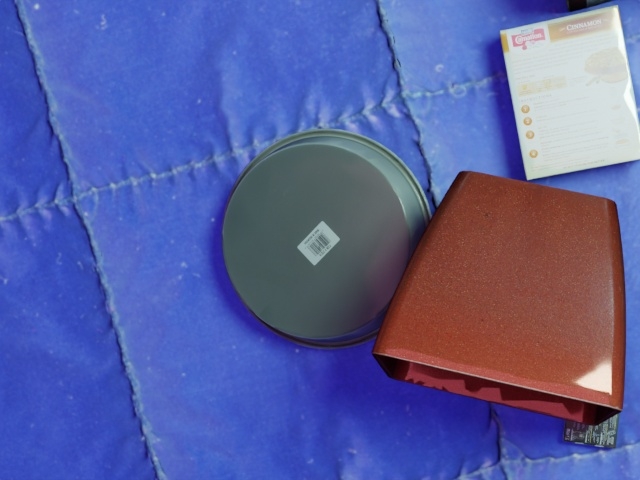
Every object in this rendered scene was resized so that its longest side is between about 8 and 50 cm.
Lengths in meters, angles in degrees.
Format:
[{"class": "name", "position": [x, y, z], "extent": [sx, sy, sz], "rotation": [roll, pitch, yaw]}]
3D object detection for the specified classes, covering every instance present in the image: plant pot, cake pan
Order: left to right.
[{"class": "cake pan", "position": [0.000, 0.000, 1.437], "extent": [0.293, 0.054, 0.293], "rotation": [1, 94, 15]}, {"class": "plant pot", "position": [0.225, 0.065, 1.295], "extent": [0.267, 0.267, 0.236], "rotation": [11, 78, 10]}]

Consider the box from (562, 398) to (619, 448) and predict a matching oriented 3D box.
[{"class": "box", "position": [0.345, 0.217, 1.398], "extent": [0.067, 0.018, 0.083], "rotation": [6, 96, 13]}]

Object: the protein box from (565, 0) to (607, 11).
[{"class": "protein box", "position": [0.327, -0.382, 1.254], "extent": [0.136, 0.201, 0.200], "rotation": [-12, 92, 14]}]

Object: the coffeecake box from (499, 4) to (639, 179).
[{"class": "coffeecake box", "position": [0.307, -0.178, 1.346], "extent": [0.142, 0.068, 0.185], "rotation": [-10, 93, 14]}]
